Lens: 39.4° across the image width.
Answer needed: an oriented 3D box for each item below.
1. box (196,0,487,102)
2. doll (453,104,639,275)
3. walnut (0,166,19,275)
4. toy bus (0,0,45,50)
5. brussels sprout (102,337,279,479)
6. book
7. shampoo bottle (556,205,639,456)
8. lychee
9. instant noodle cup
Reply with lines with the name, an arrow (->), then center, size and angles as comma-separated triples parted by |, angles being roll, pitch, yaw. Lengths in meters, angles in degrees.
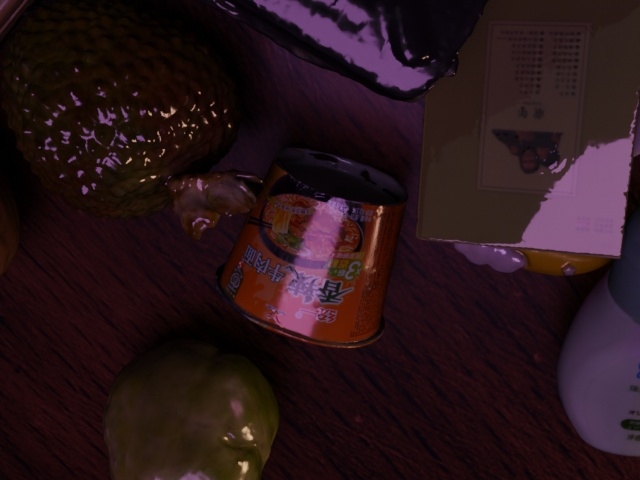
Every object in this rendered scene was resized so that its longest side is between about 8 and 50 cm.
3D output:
box -> 0.039, -0.353, 0.882 | 0.350, 0.091, 0.359 | 28, 95, -5
doll -> 0.273, -0.061, 1.084 | 0.252, 0.111, 0.237 | 4, 118, 13
walnut -> -0.549, -0.046, 1.161 | 0.332, 0.333, 0.333 | 5, 119, 9
toy bus -> -0.411, -0.330, 1.042 | 0.365, 0.177, 0.202 | -39, 111, 25
brussels sprout -> -0.186, 0.278, 1.284 | 0.242, 0.316, 0.274 | -4, 102, -22
book -> 0.234, -0.165, 1.006 | 0.239, 0.035, 0.352 | 6, 99, 16
shampoo bottle -> 0.412, 0.102, 1.087 | 0.221, 0.151, 0.350 | 0, 128, 0
lychee -> -0.222, -0.145, 1.051 | 0.270, 0.270, 0.320 | -27, 106, 23
instant noodle cup -> 0.000, 0.000, 1.119 | 0.230, 0.230, 0.182 | 19, 112, 1
